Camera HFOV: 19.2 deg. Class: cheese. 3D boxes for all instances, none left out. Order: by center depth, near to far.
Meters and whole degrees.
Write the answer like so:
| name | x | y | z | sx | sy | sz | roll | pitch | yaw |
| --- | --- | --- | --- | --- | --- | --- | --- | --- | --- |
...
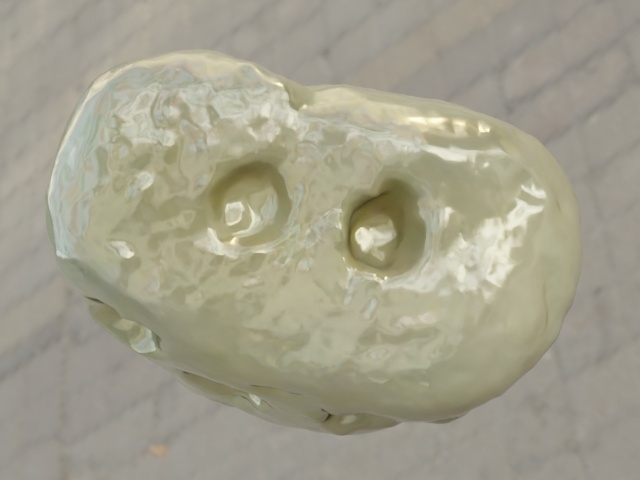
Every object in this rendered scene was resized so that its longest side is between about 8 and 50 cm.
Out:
| name | x | y | z | sx | sy | sz | roll | pitch | yaw |
| --- | --- | --- | --- | --- | --- | --- | --- | --- | --- |
| cheese | 0.000 | 0.002 | 0.971 | 0.248 | 0.251 | 0.174 | 2 | 70 | 28 |
